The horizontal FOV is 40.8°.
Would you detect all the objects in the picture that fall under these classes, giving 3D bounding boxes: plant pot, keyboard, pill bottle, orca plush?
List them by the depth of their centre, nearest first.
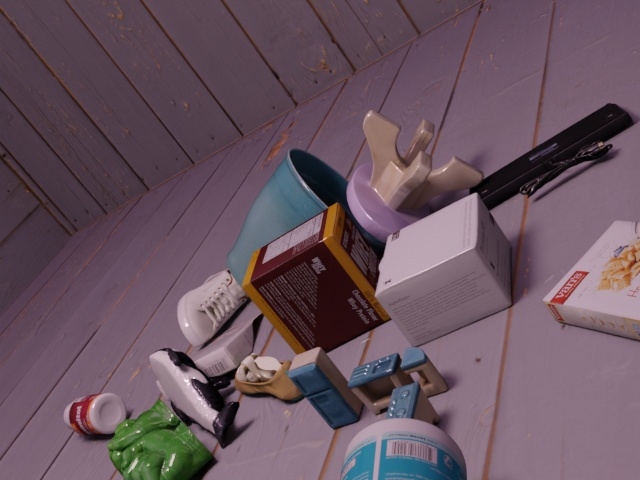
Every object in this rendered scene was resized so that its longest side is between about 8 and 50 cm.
[{"bbox_3d":[0.082,0.322,0.901,0.146,0.146,0.264,-29,21,22],"label":"pill bottle"},{"bbox_3d":[0.416,-0.140,1.555,0.317,0.033,0.201,-33,14,15],"label":"keyboard"},{"bbox_3d":[-0.210,0.263,1.580,0.102,0.151,0.287,-21,16,-29],"label":"orca plush"},{"bbox_3d":[-0.040,0.003,1.700,0.255,0.271,0.272,-48,16,16],"label":"plant pot"},{"bbox_3d":[-0.488,0.374,1.845,0.152,0.086,0.086,-16,28,47],"label":"pill bottle"}]

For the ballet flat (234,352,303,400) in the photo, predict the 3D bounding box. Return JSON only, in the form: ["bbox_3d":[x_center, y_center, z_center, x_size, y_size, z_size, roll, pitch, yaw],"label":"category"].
[{"bbox_3d":[-0.100,0.231,1.525,0.080,0.073,0.232,-47,22,-28],"label":"ballet flat"}]

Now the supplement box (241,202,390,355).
[{"bbox_3d":[0.002,0.076,1.525,0.194,0.191,0.129,-30,21,20],"label":"supplement box"}]

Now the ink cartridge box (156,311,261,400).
[{"bbox_3d":[-0.212,0.235,1.774,0.181,0.056,0.224,-29,2,22],"label":"ink cartridge box"}]

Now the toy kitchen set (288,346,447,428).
[{"bbox_3d":[0.053,0.226,1.202,0.207,0.122,0.166,-25,22,30],"label":"toy kitchen set"}]

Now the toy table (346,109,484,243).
[{"bbox_3d":[0.166,-0.122,1.650,0.161,0.252,0.274,-58,19,28],"label":"toy table"}]

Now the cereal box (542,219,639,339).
[{"bbox_3d":[0.420,0.049,1.091,0.173,0.047,0.240,-43,20,-17],"label":"cereal box"}]

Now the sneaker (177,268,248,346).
[{"bbox_3d":[-0.227,0.128,1.910,0.123,0.106,0.290,-29,16,20],"label":"sneaker"}]

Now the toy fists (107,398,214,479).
[{"bbox_3d":[-0.297,0.370,1.516,0.142,0.096,0.279,-44,22,-15],"label":"toy fists"}]

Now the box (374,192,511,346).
[{"bbox_3d":[0.199,0.045,1.370,0.181,0.119,0.181,-28,22,25],"label":"box"}]
